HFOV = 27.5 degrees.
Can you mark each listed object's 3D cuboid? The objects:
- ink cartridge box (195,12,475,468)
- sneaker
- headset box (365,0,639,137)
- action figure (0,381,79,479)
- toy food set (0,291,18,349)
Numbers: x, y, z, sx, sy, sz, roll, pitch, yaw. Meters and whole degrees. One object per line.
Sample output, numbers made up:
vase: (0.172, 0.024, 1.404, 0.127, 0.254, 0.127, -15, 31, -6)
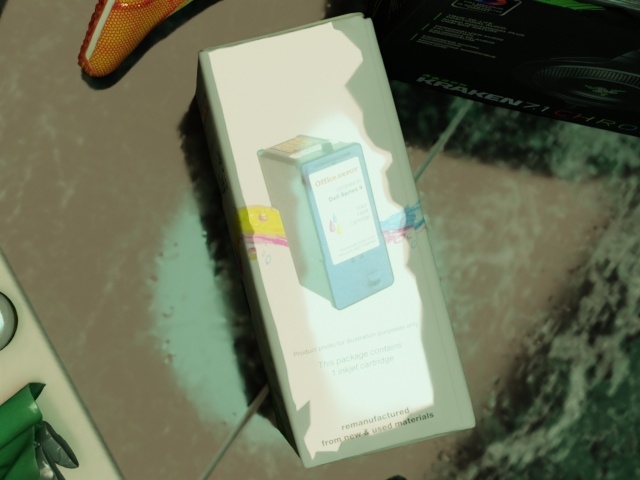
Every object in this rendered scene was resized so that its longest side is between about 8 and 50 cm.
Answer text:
ink cartridge box: (0.000, 0.000, 0.699, 0.093, 0.154, 0.212, -13, 91, -7)
sneaker: (-0.074, -0.159, 0.742, 0.067, 0.064, 0.175, 38, 86, -15)
headset box: (0.170, -0.144, 0.664, 0.246, 0.283, 0.131, 12, 86, -8)
action figure: (-0.238, 0.172, 0.690, 0.232, 0.137, 0.063, -31, 105, 0)
toy food set: (-0.276, 0.076, 0.681, 0.232, 0.104, 0.111, -29, 92, -8)
